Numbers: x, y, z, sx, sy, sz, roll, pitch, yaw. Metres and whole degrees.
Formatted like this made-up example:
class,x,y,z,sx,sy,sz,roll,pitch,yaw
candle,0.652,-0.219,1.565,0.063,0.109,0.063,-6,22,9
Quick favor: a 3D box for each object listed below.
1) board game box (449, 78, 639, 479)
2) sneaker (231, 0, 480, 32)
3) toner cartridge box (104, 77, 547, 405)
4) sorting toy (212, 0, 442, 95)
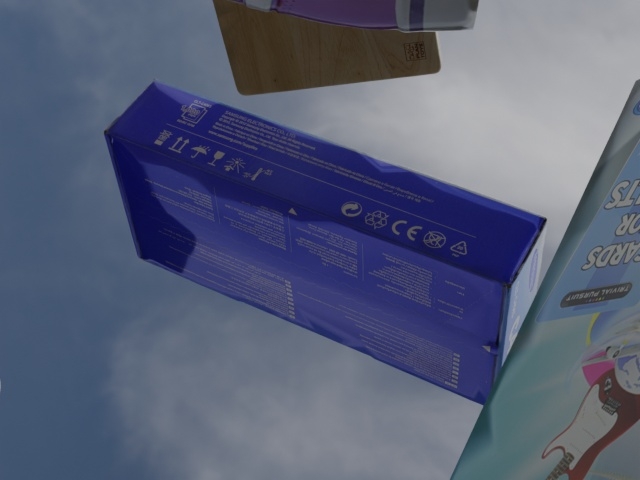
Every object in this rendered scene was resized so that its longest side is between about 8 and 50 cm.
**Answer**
class,x,y,z,sx,sy,sz,roll,pitch,yaw
board game box,0.141,0.061,0.289,0.254,0.079,0.336,-21,-146,57
sneaker,-0.024,-0.165,0.276,0.161,0.282,0.102,8,-128,4
toner cartridge box,0.000,0.000,0.906,0.348,0.165,0.075,22,-124,20
sorting toy,0.002,-0.318,1.329,0.256,0.089,0.257,-5,-58,15
